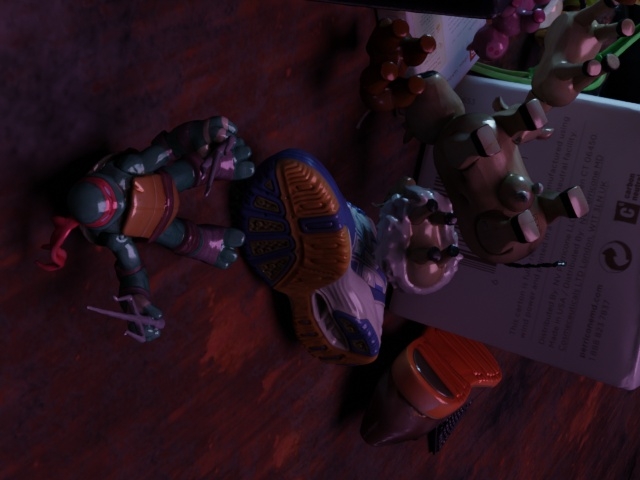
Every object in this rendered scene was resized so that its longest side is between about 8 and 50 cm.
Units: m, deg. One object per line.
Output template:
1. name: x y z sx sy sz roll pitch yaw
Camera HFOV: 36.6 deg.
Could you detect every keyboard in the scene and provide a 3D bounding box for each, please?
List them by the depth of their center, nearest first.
1. keyboard: 0.222 0.249 1.543 0.180 0.023 0.108 -46 140 -40

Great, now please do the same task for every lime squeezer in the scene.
1. lime squeezer: 0.340 -0.240 1.332 0.310 0.059 0.110 -16 159 -9

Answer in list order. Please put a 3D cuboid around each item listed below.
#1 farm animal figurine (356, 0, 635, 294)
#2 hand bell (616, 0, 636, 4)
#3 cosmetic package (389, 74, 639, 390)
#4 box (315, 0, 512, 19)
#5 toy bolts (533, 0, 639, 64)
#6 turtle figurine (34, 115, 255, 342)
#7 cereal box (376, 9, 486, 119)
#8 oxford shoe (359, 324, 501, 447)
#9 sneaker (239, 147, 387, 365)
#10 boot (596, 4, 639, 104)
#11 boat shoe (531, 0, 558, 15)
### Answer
1. farm animal figurine: 0.180 -0.120 1.048 0.330 0.172 0.327 -8 86 -22
2. hand bell: 0.272 -0.295 0.741 0.126 0.126 0.242 -39 148 -45
3. cosmetic package: 0.348 -0.022 1.321 0.393 0.327 0.329 -2 105 -59
4. box: 0.091 -0.491 0.713 0.472 0.297 0.480 -49 142 -39
5. toy bolts: 0.371 -0.329 1.348 0.228 0.218 0.158 32 74 -44
6. turtle figurine: -0.125 -0.026 0.750 0.175 0.118 0.234 -64 167 12
7. cereal box: 0.128 -0.279 1.109 0.173 0.047 0.240 -50 143 -33
8. oxford shoe: 0.148 0.192 1.337 0.133 0.130 0.363 -47 164 19
9. sneaker: 0.000 0.000 1.005 0.296 0.111 0.131 72 27 -46
10. boot: 0.543 -0.277 1.524 0.445 0.146 0.367 93 -7 -47
11. boat shoe: 0.271 -0.448 1.209 0.113 0.127 0.340 7 108 -30
